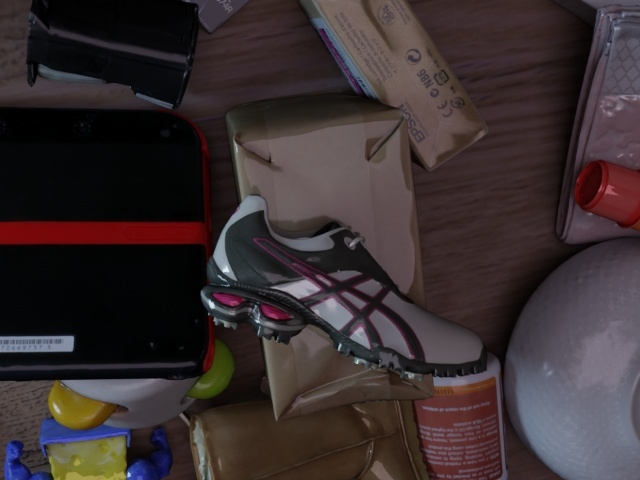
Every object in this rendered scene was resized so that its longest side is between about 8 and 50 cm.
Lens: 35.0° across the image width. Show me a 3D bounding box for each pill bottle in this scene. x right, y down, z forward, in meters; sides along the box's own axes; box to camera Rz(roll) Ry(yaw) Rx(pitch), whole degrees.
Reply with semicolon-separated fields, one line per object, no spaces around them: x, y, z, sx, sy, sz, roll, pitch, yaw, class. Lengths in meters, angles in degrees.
0.174;0.253;1.282;0.121;0.121;0.216;-7;100;-7;pill bottle

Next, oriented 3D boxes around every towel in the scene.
0.473;-0.135;1.241;0.332;0.053;0.317;-3;125;-7;towel

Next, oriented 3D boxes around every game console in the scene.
-0.311;-0.003;1.102;0.387;0.060;0.342;0;60;-7;game console

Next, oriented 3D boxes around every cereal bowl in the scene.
0.407;0.172;1.262;0.339;0.141;0.338;-5;105;-18;cereal bowl

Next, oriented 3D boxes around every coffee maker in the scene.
-0.228;-0.224;1.122;0.178;0.171;0.120;9;81;-11;coffee maker

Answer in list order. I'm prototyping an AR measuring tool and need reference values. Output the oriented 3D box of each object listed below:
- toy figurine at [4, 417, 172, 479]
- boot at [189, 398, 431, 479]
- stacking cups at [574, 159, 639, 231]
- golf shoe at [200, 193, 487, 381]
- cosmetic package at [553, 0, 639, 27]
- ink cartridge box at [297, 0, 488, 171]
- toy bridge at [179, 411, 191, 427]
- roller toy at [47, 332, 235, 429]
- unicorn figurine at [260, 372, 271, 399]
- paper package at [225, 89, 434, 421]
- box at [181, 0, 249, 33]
-0.244;0.283;1.200;0.363;0.191;0.217;-5;95;-9;toy figurine
-0.007;0.292;1.213;0.270;0.089;0.236;-10;83;-26;boot
0.460;-0.031;1.228;0.316;0.096;0.096;19;96;-18;stacking cups
0.033;0.049;0.910;0.273;0.105;0.120;17;90;-10;golf shoe
0.405;-0.296;1.246;0.231;0.085;0.117;28;95;-10;cosmetic package
0.076;-0.203;1.157;0.088;0.193;0.234;-35;102;1;ink cartridge box
-0.155;0.186;1.262;0.063;0.026;0.188;-10;95;-4;toy bridge
-0.219;0.107;1.153;0.209;0.146;0.191;-20;65;-11;roller toy
-0.018;0.224;1.288;0.111;0.060;0.162;-36;86;1;unicorn figurine
0.000;0.000;1.114;0.168;0.325;0.309;-9;101;-6;paper package
-0.133;-0.297;1.200;0.067;0.018;0.083;-40;102;0;box
